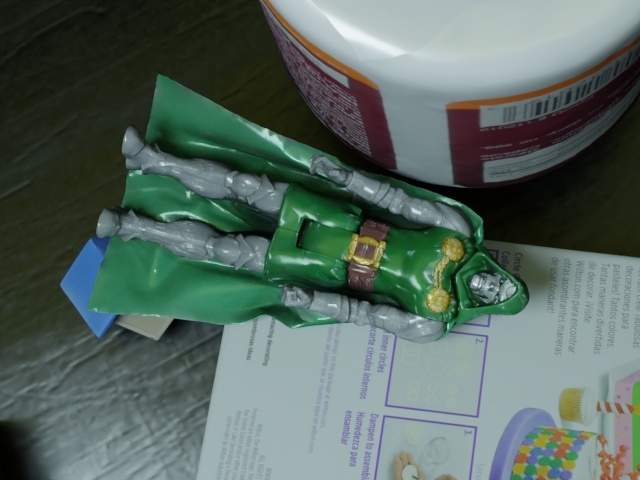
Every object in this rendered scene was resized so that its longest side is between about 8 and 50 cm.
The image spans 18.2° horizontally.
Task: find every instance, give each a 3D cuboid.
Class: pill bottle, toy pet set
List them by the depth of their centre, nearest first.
[{"bbox_3d":[0.077,-0.150,1.026,0.224,0.392,0.224,0,83,4],"label":"pill bottle"},{"bbox_3d":[-0.098,-0.004,1.168,0.065,0.122,0.114,24,127,-19],"label":"toy pet set"}]

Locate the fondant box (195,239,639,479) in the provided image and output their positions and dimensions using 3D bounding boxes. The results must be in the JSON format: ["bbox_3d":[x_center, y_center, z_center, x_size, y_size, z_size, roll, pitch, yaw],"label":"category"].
[{"bbox_3d":[0.103,0.123,1.098,0.330,0.096,0.238,6,59,6],"label":"fondant box"}]

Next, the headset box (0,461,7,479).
[{"bbox_3d":[-0.275,0.240,1.142,0.293,0.110,0.218,-18,85,0],"label":"headset box"}]

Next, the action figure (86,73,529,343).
[{"bbox_3d":[0.000,0.000,1.072,0.232,0.063,0.137,15,86,7],"label":"action figure"}]
